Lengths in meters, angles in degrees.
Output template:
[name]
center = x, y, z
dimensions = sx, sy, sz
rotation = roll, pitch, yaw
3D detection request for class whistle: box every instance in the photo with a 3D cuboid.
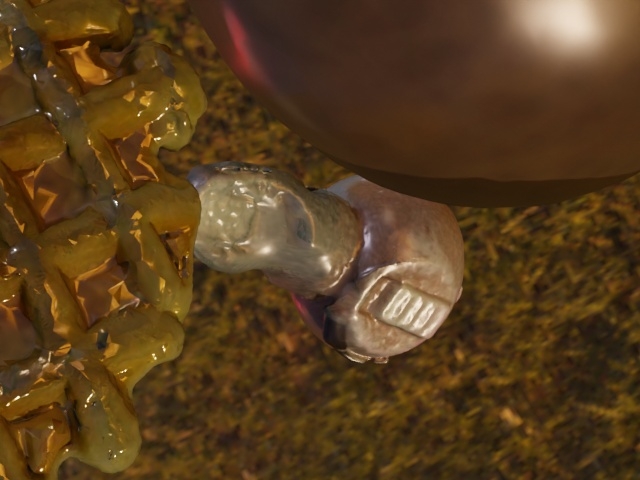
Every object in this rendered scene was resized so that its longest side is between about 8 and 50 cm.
[whistle]
center = 0.000, 0.000, 1.430
dimensions = 0.189, 0.348, 0.189
rotation = -27, 53, 43

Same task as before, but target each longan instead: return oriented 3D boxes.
[longan]
center = 0.078, -0.158, 0.657
dimensions = 0.297, 0.297, 0.297
rotation = 17, 116, 39

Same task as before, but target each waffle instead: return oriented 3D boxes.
[waffle]
center = -0.120, -0.004, 0.372
dimensions = 0.036, 0.183, 0.169
rotation = 128, 157, -69
